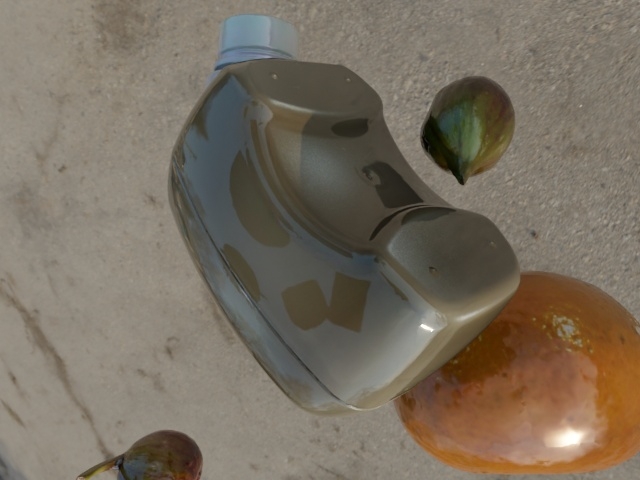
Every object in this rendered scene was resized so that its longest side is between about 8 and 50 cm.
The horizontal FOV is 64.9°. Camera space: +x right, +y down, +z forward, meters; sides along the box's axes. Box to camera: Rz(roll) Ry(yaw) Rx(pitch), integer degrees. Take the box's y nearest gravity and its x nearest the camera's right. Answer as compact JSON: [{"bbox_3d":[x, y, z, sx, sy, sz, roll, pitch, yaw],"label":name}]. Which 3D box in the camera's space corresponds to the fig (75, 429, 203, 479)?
[{"bbox_3d":[-0.346,0.460,1.010,0.207,0.175,0.175,16,125,3],"label":"fig"}]

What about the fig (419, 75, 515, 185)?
[{"bbox_3d":[0.161,-0.112,0.560,0.103,0.154,0.109,5,145,16],"label":"fig"}]

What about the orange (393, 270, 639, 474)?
[{"bbox_3d":[0.325,0.211,0.842,0.424,0.424,0.326,-28,57,43],"label":"orange"}]

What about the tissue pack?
[{"bbox_3d":[0.000,0.000,0.590,0.387,0.267,0.277,52,128,18],"label":"tissue pack"}]

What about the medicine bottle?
[{"bbox_3d":[-0.114,-0.208,0.848,0.170,0.170,0.292,4,92,37],"label":"medicine bottle"}]
